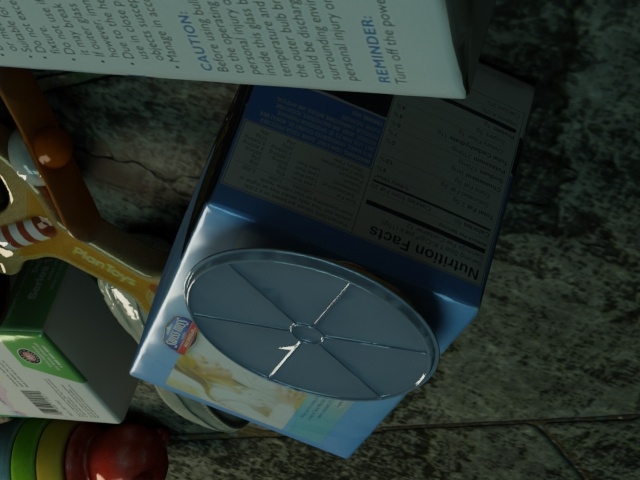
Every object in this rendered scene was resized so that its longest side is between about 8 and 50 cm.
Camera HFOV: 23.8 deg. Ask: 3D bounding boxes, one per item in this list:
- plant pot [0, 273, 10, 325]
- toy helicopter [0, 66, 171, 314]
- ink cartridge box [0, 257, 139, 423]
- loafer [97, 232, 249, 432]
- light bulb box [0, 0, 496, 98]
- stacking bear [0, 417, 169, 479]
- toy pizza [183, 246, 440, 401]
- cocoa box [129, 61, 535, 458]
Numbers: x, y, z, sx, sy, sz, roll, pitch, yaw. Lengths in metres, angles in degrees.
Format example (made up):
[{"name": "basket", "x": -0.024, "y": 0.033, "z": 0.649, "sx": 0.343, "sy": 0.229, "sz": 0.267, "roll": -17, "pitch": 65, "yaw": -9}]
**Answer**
[{"name": "plant pot", "x": -0.449, "y": 0.047, "z": 1.627, "sx": 0.165, "sy": 0.167, "sz": 0.167, "roll": -19, "pitch": 136, "yaw": 20}, {"name": "toy helicopter", "x": -0.253, "y": -0.029, "z": 1.470, "sx": 0.355, "sy": 0.140, "sz": 0.235, "roll": 29, "pitch": 137, "yaw": -8}, {"name": "ink cartridge box", "x": -0.373, "y": 0.111, "z": 1.778, "sx": 0.278, "sy": 0.117, "sz": 0.201, "roll": 0, "pitch": 145, "yaw": 26}, {"name": "loafer", "x": -0.133, "y": 0.114, "z": 1.668, "sx": 0.111, "sy": 0.112, "sz": 0.319, "roll": 9, "pitch": 148, "yaw": 31}, {"name": "light bulb box", "x": -0.074, "y": -0.281, "z": 0.778, "sx": 0.361, "sy": 0.358, "sz": 0.225, "roll": 7, "pitch": 145, "yaw": 20}, {"name": "stacking bear", "x": -0.338, "y": 0.311, "z": 2.047, "sx": 0.289, "sy": 0.175, "sz": 0.164, "roll": -8, "pitch": 123, "yaw": 22}, {"name": "toy pizza", "x": -0.006, "y": 0.059, "z": 1.151, "sx": 0.201, "sy": 0.032, "sz": 0.201, "roll": 14, "pitch": 148, "yaw": 9}, {"name": "cocoa box", "x": 0.000, "y": 0.000, "z": 1.306, "sx": 0.231, "sy": 0.228, "sz": 0.347, "roll": 21, "pitch": 149, "yaw": -6}]
